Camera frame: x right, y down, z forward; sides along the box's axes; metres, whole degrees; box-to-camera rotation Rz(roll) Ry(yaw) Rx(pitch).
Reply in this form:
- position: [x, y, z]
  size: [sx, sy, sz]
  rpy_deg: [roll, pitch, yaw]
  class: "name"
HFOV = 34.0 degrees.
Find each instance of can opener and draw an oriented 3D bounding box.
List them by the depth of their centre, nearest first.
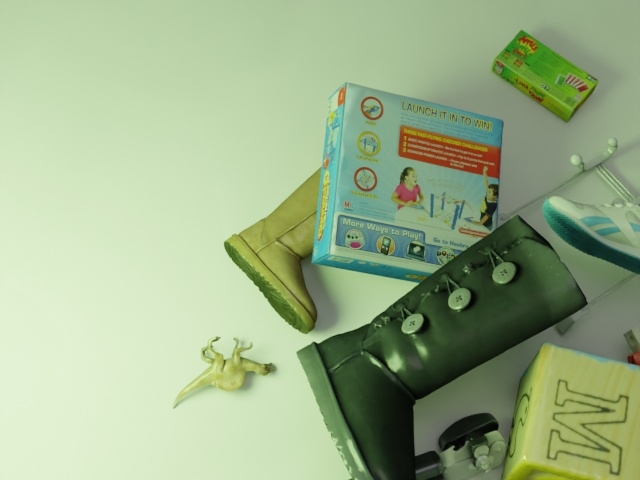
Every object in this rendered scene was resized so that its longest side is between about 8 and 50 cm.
- position: [0.169, 0.367, 1.686]
  size: [0.280, 0.074, 0.093]
  rpy_deg: [-20, 30, -12]
  class: "can opener"

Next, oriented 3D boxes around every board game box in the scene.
- position: [0.153, -0.087, 1.798]
  size: [0.308, 0.086, 0.302]
  rpy_deg: [11, 74, -18]
  class: "board game box"
- position: [0.430, -0.317, 2.016]
  size: [0.181, 0.043, 0.092]
  rpy_deg: [37, 69, 14]
  class: "board game box"

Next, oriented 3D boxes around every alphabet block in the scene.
- position: [0.408, 0.301, 1.652]
  size: [0.193, 0.192, 0.197]
  rpy_deg: [14, 64, 6]
  class: "alphabet block"

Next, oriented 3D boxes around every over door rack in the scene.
- position: [0.480, -0.021, 1.848]
  size: [0.324, 0.108, 0.239]
  rpy_deg: [-33, 70, -16]
  class: "over door rack"

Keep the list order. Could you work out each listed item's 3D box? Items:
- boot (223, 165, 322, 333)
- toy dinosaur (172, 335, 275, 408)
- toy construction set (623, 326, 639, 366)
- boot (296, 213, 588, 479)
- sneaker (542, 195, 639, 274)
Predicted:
- position: [0.000, 0.000, 1.830]
  size: [0.269, 0.089, 0.236]
  rpy_deg: [-36, 72, -18]
  class: "boot"
- position: [-0.169, 0.212, 1.744]
  size: [0.183, 0.053, 0.093]
  rpy_deg: [-16, 68, -10]
  class: "toy dinosaur"
- position: [0.681, 0.178, 1.739]
  size: [0.327, 0.151, 0.215]
  rpy_deg: [-21, 93, -3]
  class: "toy construction set"
- position: [0.216, 0.192, 1.614]
  size: [0.445, 0.146, 0.367]
  rpy_deg: [-29, 47, 1]
  class: "boot"
- position: [0.485, -0.023, 1.764]
  size: [0.228, 0.087, 0.092]
  rpy_deg: [26, 73, 8]
  class: "sneaker"
